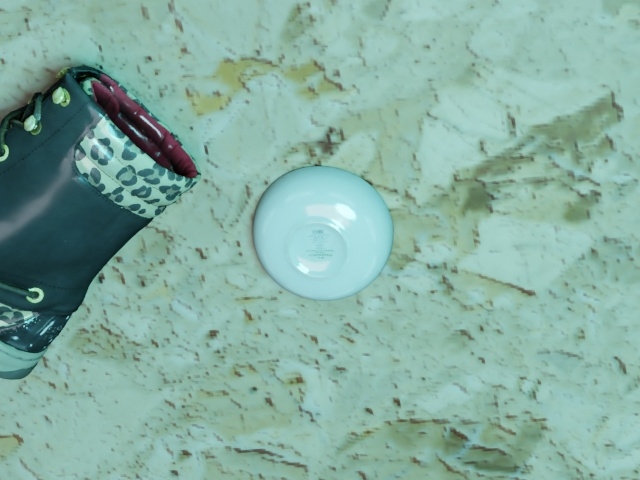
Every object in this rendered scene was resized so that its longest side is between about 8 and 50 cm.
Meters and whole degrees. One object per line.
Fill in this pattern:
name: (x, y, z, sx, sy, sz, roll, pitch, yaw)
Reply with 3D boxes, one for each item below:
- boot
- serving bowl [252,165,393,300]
boot: (-0.203, -0.048, 1.103, 0.236, 0.085, 0.178, 41, 111, -18)
serving bowl: (0.000, 0.000, 1.127, 0.083, 0.027, 0.083, 3, 113, 6)
